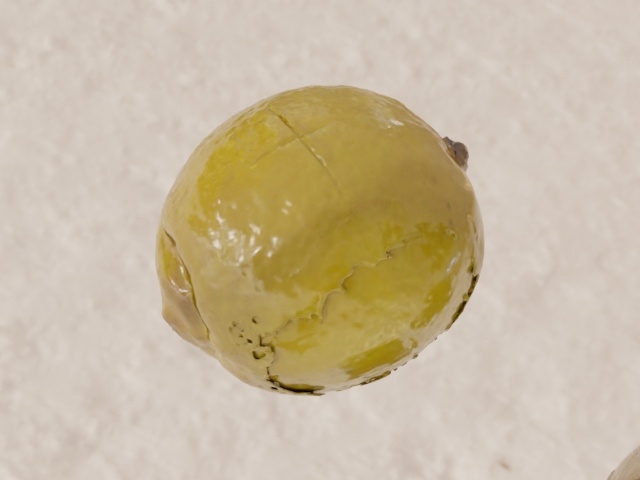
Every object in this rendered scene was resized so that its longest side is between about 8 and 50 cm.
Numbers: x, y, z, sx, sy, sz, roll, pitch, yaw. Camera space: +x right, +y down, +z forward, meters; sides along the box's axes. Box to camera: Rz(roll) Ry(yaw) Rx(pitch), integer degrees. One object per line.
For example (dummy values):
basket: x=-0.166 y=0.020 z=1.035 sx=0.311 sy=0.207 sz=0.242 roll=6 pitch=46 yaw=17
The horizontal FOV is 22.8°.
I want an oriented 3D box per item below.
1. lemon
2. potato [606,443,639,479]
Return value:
lemon: x=0.000 y=0.001 z=1.461 sx=0.297 sy=0.297 sz=0.297 roll=20 pitch=32 yaw=-13
potato: x=0.403 y=0.208 z=1.547 sx=0.189 sy=0.264 sz=0.211 roll=35 pitch=66 yaw=27
